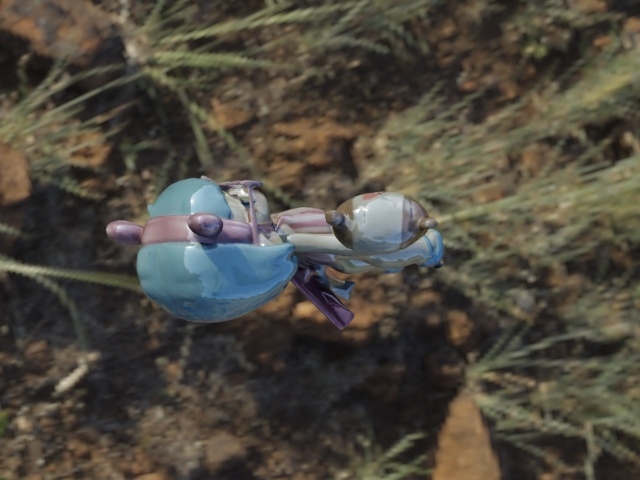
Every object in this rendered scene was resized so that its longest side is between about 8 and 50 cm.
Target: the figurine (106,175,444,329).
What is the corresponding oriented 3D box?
[{"bbox_3d":[-0.005,0.012,1.225,0.260,0.205,0.103,5,91,-44],"label":"figurine"}]
